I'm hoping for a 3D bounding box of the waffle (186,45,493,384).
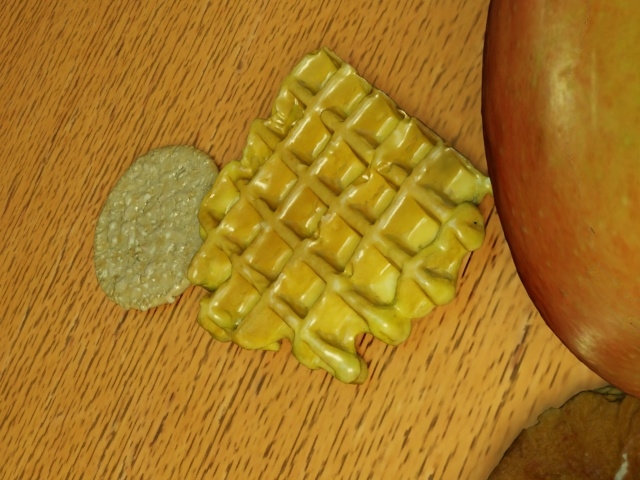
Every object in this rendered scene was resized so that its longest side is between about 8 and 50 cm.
[{"bbox_3d":[0.000,0.000,0.771,0.219,0.057,0.229,-51,48,8],"label":"waffle"}]

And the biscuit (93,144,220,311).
[{"bbox_3d":[-0.135,-0.012,0.913,0.152,0.020,0.152,-17,60,31],"label":"biscuit"}]

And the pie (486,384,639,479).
[{"bbox_3d":[0.148,0.147,0.551,0.195,0.046,0.195,-32,30,21],"label":"pie"}]

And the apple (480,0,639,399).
[{"bbox_3d":[0.218,-0.060,0.449,0.319,0.319,0.277,-12,68,35],"label":"apple"}]
